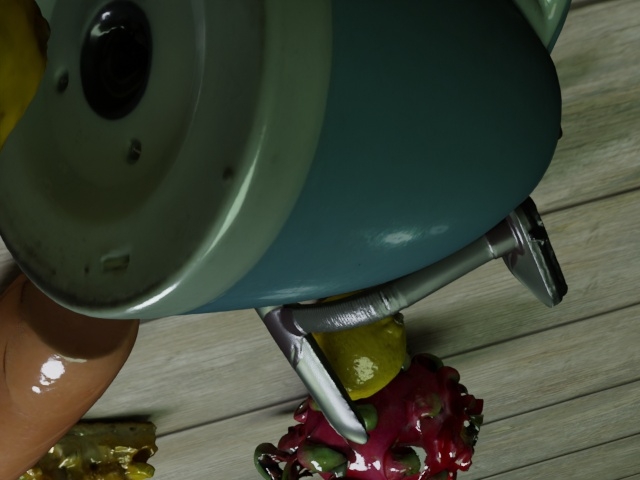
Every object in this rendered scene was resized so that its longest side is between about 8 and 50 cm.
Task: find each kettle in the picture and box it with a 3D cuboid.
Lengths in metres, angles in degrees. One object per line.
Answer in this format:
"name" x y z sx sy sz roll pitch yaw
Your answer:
"kettle" 0.024 -0.116 0.649 0.342 0.247 0.320 0 123 -45

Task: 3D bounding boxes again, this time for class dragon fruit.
"dragon fruit" 0.061 0.235 1.356 0.198 0.218 0.273 32 143 -8

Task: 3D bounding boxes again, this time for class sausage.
"sausage" -0.263 0.127 1.019 0.121 0.121 0.304 3 146 -35

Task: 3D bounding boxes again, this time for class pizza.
"pizza" -0.343 0.299 1.349 0.257 0.087 0.268 1 150 -26

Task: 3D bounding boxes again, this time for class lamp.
"lamp" 0.088 0.078 1.044 0.283 0.124 0.203 -24 112 11

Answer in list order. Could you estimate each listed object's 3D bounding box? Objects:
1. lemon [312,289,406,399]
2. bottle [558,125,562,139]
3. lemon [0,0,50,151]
"lemon" 0.034 0.105 1.169 0.133 0.109 0.109 -30 151 36
"bottle" 0.118 -0.071 0.948 0.164 0.060 0.060 -25 152 14
"lemon" -0.257 -0.088 0.456 0.293 0.293 0.293 -14 153 -7
